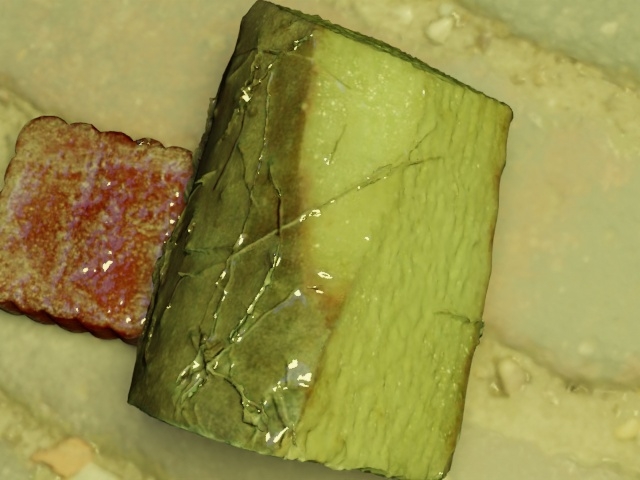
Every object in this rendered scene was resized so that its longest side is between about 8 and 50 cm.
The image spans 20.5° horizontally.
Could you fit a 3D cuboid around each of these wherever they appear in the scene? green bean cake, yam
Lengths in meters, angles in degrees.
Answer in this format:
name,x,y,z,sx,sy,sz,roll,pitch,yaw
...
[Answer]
name,x,y,z,sx,sy,sz,roll,pitch,yaw
green bean cake,-0.149,-0.006,1.173,0.135,0.056,0.135,14,79,9
yam,-0.001,0.000,1.087,0.201,0.202,0.271,10,80,45
